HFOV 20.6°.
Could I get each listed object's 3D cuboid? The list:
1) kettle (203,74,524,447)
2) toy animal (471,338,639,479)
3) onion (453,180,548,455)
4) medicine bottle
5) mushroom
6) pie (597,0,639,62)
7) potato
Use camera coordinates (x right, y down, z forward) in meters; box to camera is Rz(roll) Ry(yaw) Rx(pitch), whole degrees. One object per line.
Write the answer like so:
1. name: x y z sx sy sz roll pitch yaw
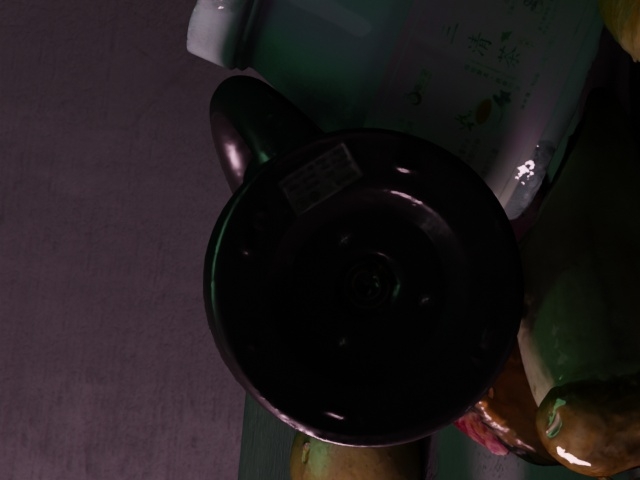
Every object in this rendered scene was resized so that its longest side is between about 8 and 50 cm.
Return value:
1. kettle: 0.000 0.000 1.271 0.268 0.207 0.290 63 174 -5
2. toy animal: 0.164 0.129 1.296 0.255 0.114 0.116 -127 20 -60
3. onion: 0.126 0.059 1.549 0.247 0.111 0.250 -97 18 -62
4. medicine bottle: 0.066 -0.178 1.352 0.245 0.290 0.245 22 -90 -87
5. mushroom: 0.183 0.021 1.214 0.087 0.107 0.333 104 169 -46
6. pie: 0.250 -0.269 1.116 0.339 0.083 0.340 -173 90 -83
7. potato: 0.047 0.214 1.857 0.157 0.157 0.194 165 125 -80
